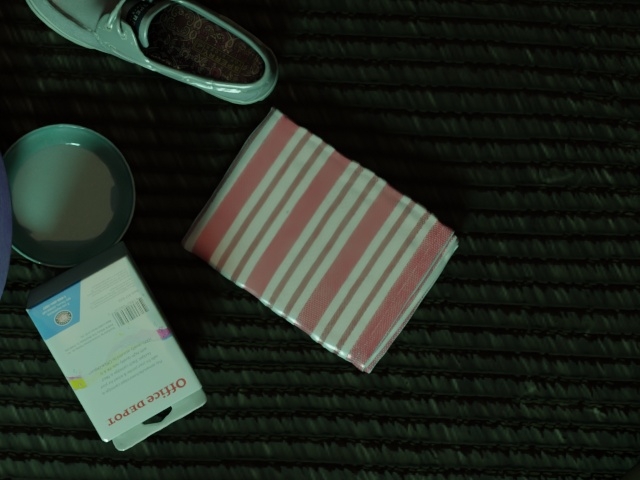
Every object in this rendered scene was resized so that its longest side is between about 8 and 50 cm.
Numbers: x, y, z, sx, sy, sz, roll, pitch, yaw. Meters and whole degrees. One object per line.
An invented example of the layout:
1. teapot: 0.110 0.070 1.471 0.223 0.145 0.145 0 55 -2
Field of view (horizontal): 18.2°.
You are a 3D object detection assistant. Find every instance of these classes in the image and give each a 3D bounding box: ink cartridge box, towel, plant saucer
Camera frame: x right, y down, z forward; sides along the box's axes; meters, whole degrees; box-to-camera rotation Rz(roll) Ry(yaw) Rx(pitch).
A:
1. ink cartridge box: -0.163 0.088 1.614 0.092 0.090 0.143 -28 101 -4
2. towel: 0.000 0.000 1.670 0.197 0.029 0.144 35 86 1
3. plant saucer: -0.213 -0.037 1.659 0.119 0.021 0.119 0 87 -4

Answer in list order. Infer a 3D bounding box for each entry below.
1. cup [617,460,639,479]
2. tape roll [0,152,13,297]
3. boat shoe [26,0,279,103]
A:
1. cup: 0.343 0.268 1.561 0.237 0.331 0.331 -15 88 22
2. tape roll: -0.365 -0.012 1.528 0.090 0.274 0.275 2 86 38
3. boat shoe: -0.138 -0.181 1.640 0.227 0.081 0.079 24 86 -3
